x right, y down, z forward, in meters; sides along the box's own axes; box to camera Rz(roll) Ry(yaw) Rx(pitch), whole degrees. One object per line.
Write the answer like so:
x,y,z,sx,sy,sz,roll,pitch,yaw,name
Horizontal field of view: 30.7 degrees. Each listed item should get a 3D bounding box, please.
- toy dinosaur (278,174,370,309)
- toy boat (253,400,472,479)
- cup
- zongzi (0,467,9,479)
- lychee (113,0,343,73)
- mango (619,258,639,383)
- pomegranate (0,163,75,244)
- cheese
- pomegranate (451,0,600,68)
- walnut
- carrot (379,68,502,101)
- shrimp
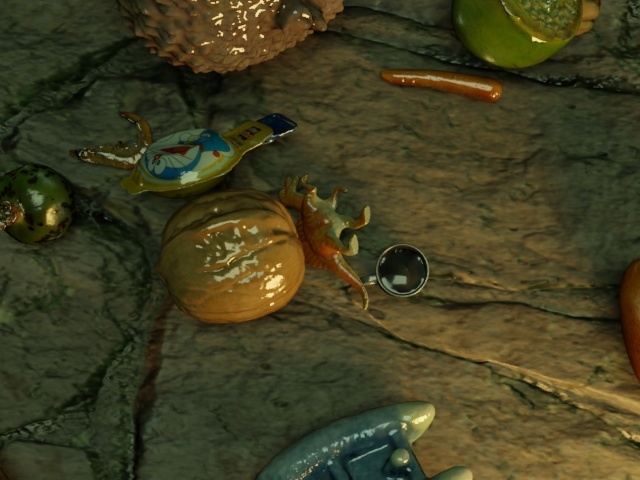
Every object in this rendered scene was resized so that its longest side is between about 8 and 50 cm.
0.000,-0.002,1.710,0.142,0.057,0.212,-8,75,30,toy dinosaur
0.037,0.338,1.619,0.329,0.123,0.215,-23,53,-4,toy boat
0.106,0.050,1.721,0.100,0.077,0.078,-11,83,-3,cup
-0.552,0.478,1.625,0.403,0.208,0.432,-47,68,4,zongzi
-0.135,-0.425,1.637,0.380,0.380,0.432,-39,63,-5,lychee
0.556,0.165,1.675,0.199,0.201,0.350,-22,92,33,mango
-0.428,-0.047,1.691,0.122,0.161,0.122,10,111,27,pomegranate
-0.164,-0.127,1.712,0.270,0.177,0.069,-24,119,-19,cheese
0.295,-0.356,1.744,0.241,0.159,0.190,-35,93,-33,pomegranate
-0.131,0.024,1.668,0.213,0.213,0.213,0,83,-1,walnut
0.183,-0.242,1.782,0.190,0.037,0.037,10,83,4,carrot
-0.317,-0.150,1.764,0.127,0.025,0.091,-4,83,-6,shrimp
